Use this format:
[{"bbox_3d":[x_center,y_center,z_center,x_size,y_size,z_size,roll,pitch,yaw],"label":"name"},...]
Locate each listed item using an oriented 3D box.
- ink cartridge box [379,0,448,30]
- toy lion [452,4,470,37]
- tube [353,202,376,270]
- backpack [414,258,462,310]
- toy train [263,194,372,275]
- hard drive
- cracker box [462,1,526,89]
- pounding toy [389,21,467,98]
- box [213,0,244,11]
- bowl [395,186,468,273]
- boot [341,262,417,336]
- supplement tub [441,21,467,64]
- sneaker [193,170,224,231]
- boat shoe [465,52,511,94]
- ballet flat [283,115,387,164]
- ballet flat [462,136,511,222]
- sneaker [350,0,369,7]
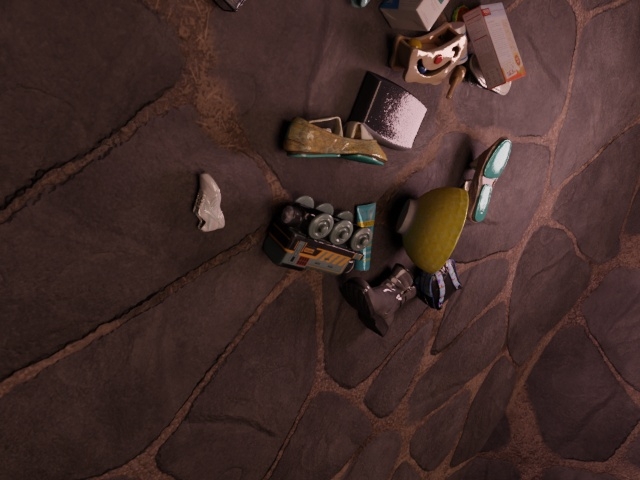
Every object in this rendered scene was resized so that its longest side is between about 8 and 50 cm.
[{"bbox_3d":[0.274,-0.658,1.358,0.078,0.134,0.231,39,83,-45],"label":"ink cartridge box"},{"bbox_3d":[0.431,-0.652,1.581,0.100,0.034,0.096,-24,118,-32],"label":"toy lion"},{"bbox_3d":[0.133,-0.012,1.628,0.080,0.052,0.206,-15,115,-45],"label":"tube"},{"bbox_3d":[0.419,0.139,1.907,0.158,0.117,0.173,-39,133,-20],"label":"backpack"},{"bbox_3d":[0.000,0.000,1.455,0.334,0.142,0.190,16,111,-47],"label":"toy train"},{"bbox_3d":[0.201,-0.356,1.502,0.255,0.054,0.171,14,101,-45],"label":"hard drive"},{"bbox_3d":[0.520,-0.581,1.576,0.156,0.067,0.232,-29,101,-43],"label":"cracker box"},{"bbox_3d":[0.333,-0.496,1.451,0.270,0.154,0.154,-10,141,-39],"label":"pounding toy"},{"bbox_3d":[-0.203,-0.592,1.013,0.233,0.059,0.183,37,83,-46],"label":"box"},{"bbox_3d":[0.333,-0.054,1.681,0.156,0.289,0.289,21,98,-3],"label":"bowl"},{"bbox_3d":[0.201,0.154,1.738,0.222,0.118,0.338,-50,146,-15],"label":"boot"},{"bbox_3d":[0.394,-0.577,1.552,0.071,0.071,0.107,-37,132,-23],"label":"supplement tub"},{"bbox_3d":[-0.263,-0.085,1.222,0.061,0.054,0.152,-23,126,-29],"label":"sneaker"},{"bbox_3d":[0.521,-0.533,1.685,0.255,0.079,0.095,3,106,-45],"label":"boat shoe"},{"bbox_3d":[0.055,-0.263,1.382,0.349,0.123,0.123,-2,112,-40],"label":"ballet flat"},{"bbox_3d":[0.563,-0.221,1.862,0.108,0.106,0.315,14,101,-38],"label":"ballet flat"},{"bbox_3d":[0.038,-0.620,1.185,0.283,0.110,0.122,12,106,-45],"label":"sneaker"}]
